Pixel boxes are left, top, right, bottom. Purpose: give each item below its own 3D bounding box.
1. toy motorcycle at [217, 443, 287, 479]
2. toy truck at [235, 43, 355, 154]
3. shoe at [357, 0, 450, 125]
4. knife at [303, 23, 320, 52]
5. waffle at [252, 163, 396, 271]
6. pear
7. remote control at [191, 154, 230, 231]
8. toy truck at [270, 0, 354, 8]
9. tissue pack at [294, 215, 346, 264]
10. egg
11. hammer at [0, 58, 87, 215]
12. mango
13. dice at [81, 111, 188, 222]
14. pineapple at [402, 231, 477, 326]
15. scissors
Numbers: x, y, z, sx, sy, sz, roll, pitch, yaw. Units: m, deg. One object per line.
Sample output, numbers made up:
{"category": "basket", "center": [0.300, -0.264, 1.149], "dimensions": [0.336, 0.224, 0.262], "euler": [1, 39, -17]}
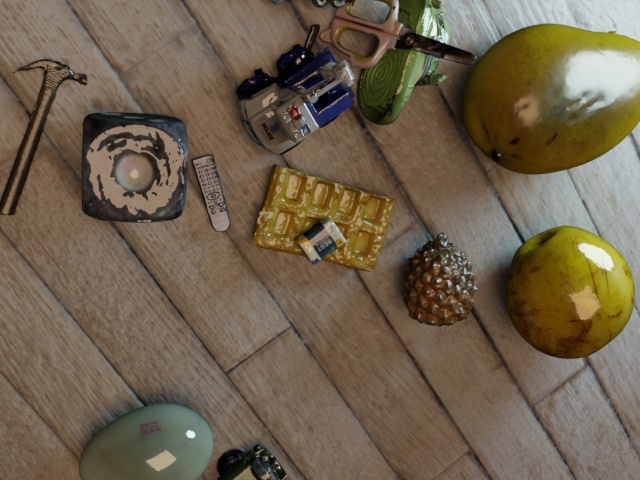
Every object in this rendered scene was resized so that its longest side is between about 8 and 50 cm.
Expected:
{"category": "toy motorcycle", "center": [-0.132, 0.577, 1.710], "dimensions": [0.205, 0.127, 0.275], "euler": [-40, 103, -5]}
{"category": "toy truck", "center": [-0.038, -0.254, 1.496], "dimensions": [0.213, 0.177, 0.161], "euler": [-36, 117, -6]}
{"category": "shoe", "center": [0.171, -0.346, 1.558], "dimensions": [0.128, 0.140, 0.262], "euler": [12, 102, -23]}
{"category": "knife", "center": [-0.043, -0.344, 1.566], "dimensions": [0.023, 0.010, 0.170], "euler": [22, 98, -20]}
{"category": "waffle", "center": [0.005, -0.044, 1.628], "dimensions": [0.274, 0.057, 0.168], "euler": [14, 100, -18]}
{"category": "pear", "center": [0.528, 0.107, 1.711], "dimensions": [0.280, 0.281, 0.281], "euler": [-4, 104, -15]}
{"category": "remote control", "center": [-0.212, -0.090, 1.571], "dimensions": [0.043, 0.027, 0.153], "euler": [-15, 105, -6]}
{"category": "toy truck", "center": [-0.020, -0.503, 1.488], "dimensions": [0.177, 0.080, 0.115], "euler": [3, 71, -7]}
{"category": "tissue pack", "center": [0.000, 0.000, 1.583], "dimensions": [0.083, 0.042, 0.062], "euler": [-35, 108, -4]}
{"category": "egg", "center": [-0.340, 0.419, 1.574], "dimensions": [0.264, 0.183, 0.183], "euler": [-15, 107, -5]}
{"category": "hammer", "center": [-0.526, -0.184, 1.458], "dimensions": [0.125, 0.027, 0.297], "euler": [18, 98, -20]}
{"category": "mango", "center": [0.495, -0.300, 1.631], "dimensions": [0.444, 0.220, 0.302], "euler": [-23, 102, -20]}
{"category": "dice", "center": [-0.335, -0.134, 1.443], "dimensions": [0.182, 0.183, 0.182], "euler": [3, 104, -16]}
{"category": "pineapple", "center": [0.250, 0.078, 1.678], "dimensions": [0.166, 0.166, 0.193], "euler": [-3, 105, -15]}
{"category": "scissors", "center": [0.144, -0.380, 1.492], "dimensions": [0.024, 0.317, 0.160], "euler": [8, 104, -63]}
